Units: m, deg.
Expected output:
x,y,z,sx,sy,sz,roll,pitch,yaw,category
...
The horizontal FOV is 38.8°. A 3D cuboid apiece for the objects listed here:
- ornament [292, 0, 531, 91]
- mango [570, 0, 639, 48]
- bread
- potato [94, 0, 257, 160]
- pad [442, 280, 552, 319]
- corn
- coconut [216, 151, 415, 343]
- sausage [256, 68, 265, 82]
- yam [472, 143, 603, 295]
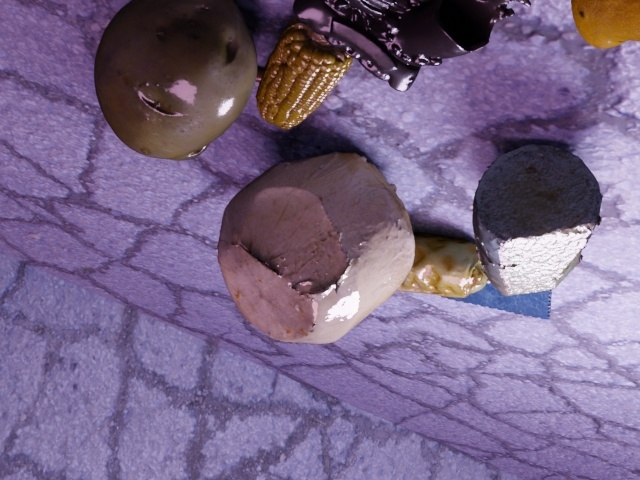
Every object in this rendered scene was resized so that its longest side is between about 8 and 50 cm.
x,y,z,sx,sy,sz,roll,pitch,yaw,category
0.129,-0.327,1.192,0.251,0.106,0.260,28,150,-26,ornament
0.378,-0.293,1.016,0.157,0.109,0.262,51,144,-10,mango
0.219,0.049,1.898,0.268,0.129,0.152,7,-178,22,bread
-0.238,-0.260,1.442,0.243,0.221,0.326,35,148,-17,potato
0.383,0.098,2.031,0.269,0.012,0.269,11,156,19,pad
-0.030,-0.263,1.422,0.119,0.119,0.322,24,162,-12,corn
0.000,0.000,1.726,0.346,0.360,0.346,26,137,27,coconut
-0.141,-0.291,1.554,0.116,0.026,0.026,15,157,6,sausage
0.360,-0.027,1.542,0.203,0.201,0.271,-7,147,9,yam
